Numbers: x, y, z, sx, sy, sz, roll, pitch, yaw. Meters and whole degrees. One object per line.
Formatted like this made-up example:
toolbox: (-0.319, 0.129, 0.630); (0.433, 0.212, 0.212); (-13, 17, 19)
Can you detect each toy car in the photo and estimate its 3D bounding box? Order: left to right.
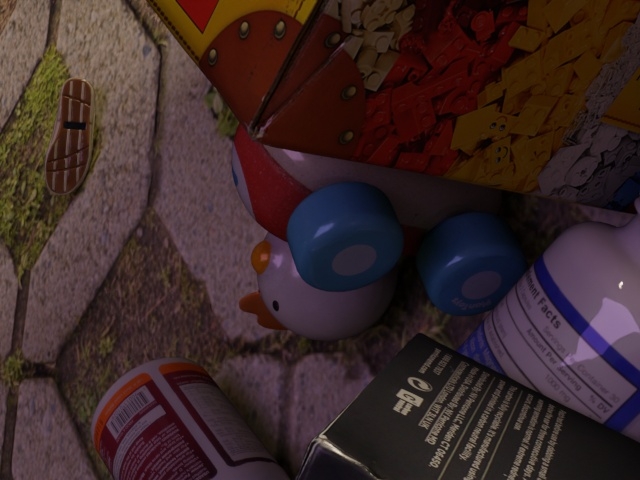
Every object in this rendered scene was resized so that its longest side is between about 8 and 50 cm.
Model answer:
toy car: (0.000, 0.000, 0.784); (0.238, 0.210, 0.219); (-55, 38, 34)

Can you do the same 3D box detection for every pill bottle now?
pill bottle: (-0.096, 0.208, 0.856); (0.221, 0.121, 0.121); (44, 109, 40)
pill bottle: (0.169, 0.085, 0.627); (0.272, 0.152, 0.152); (-52, 51, 19)

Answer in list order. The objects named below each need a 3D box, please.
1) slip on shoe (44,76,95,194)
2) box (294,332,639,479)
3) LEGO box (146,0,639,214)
slip on shoe: (-0.286, -0.119, 1.169); (0.041, 0.051, 0.135); (-161, 77, -83)
box: (0.101, 0.280, 0.509); (0.312, 0.179, 0.343); (27, 108, 14)
LEGO box: (0.027, -0.257, 0.681); (0.193, 0.372, 0.500); (-58, 48, 25)
